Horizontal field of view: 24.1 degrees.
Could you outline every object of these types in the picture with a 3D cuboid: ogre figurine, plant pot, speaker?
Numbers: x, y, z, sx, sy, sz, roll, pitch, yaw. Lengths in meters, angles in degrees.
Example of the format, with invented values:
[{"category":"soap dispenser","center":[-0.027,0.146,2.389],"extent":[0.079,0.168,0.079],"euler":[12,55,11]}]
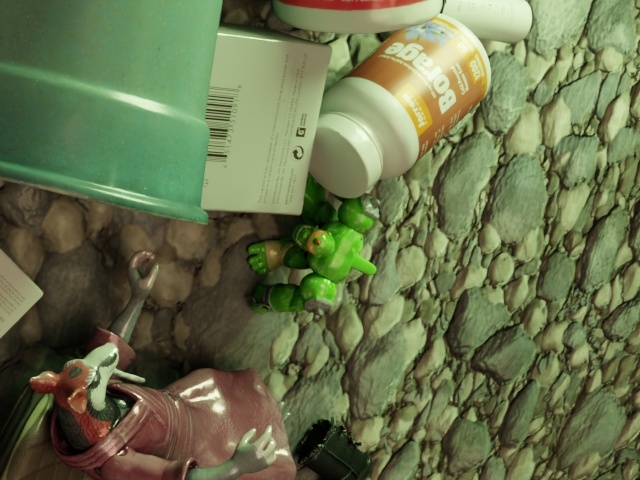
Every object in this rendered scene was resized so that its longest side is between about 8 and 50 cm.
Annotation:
[{"category":"ogre figurine","center":[0.000,0.000,1.631],"extent":[0.197,0.118,0.097],"euler":[-48,127,-12]},{"category":"plant pot","center":[-0.223,-0.213,1.282],"extent":[0.341,0.341,0.334],"euler":[13,90,-38]},{"category":"speaker","center":[0.174,-0.258,1.699],"extent":[0.136,0.055,0.055],"euler":[3,105,-36]}]

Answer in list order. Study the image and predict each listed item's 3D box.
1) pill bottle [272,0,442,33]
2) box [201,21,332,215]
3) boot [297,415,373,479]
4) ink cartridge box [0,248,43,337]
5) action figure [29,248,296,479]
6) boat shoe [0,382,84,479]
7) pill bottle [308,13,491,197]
[{"category":"pill bottle","center":[0.033,-0.376,1.477],"extent":[0.176,0.176,0.318],"euler":[-16,115,-30]},{"category":"box","center":[-0.105,-0.127,1.507],"extent":[0.182,0.119,0.181],"euler":[2,106,-36]},{"category":"boot","center":[0.006,0.278,1.786],"extent":[0.121,0.045,0.099],"euler":[-55,131,-15]},{"category":"ink cartridge box","center":[-0.393,0.067,1.392],"extent":[0.212,0.093,0.154],"euler":[-48,127,-13]},{"category":"action figure","center":[-0.182,0.197,1.533],"extent":[0.276,0.248,0.370],"euler":[-40,144,16]},{"category":"boat shoe","center":[-0.344,0.292,1.473],"extent":[0.132,0.130,0.355],"euler":[65,40,-56]},{"category":"pill bottle","center":[0.078,-0.142,1.601],"extent":[0.216,0.121,0.121],"euler":[-44,128,-33]}]
